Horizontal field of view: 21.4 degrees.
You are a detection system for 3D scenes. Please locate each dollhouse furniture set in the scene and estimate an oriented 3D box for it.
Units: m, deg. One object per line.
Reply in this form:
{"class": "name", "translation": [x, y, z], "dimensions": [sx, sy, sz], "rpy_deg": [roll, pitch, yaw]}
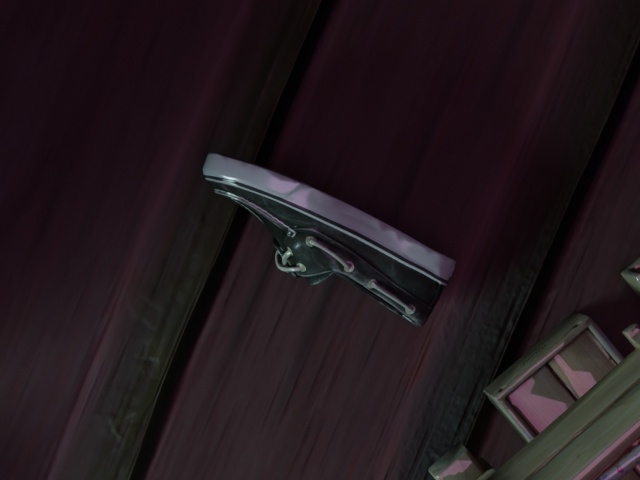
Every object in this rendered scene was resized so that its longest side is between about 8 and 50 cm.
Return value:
{"class": "dollhouse furniture set", "translation": [0.262, 0.155, 1.241], "dimensions": [0.303, 0.355, 0.174], "rpy_deg": [-41, 97, -4]}

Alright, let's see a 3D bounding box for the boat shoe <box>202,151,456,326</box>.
{"class": "boat shoe", "translation": [0.000, 0.000, 1.341], "dimensions": [0.219, 0.078, 0.070], "rpy_deg": [26, 89, -9]}
